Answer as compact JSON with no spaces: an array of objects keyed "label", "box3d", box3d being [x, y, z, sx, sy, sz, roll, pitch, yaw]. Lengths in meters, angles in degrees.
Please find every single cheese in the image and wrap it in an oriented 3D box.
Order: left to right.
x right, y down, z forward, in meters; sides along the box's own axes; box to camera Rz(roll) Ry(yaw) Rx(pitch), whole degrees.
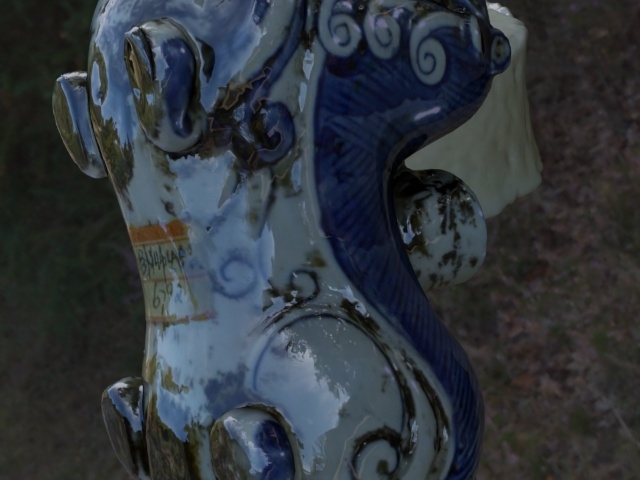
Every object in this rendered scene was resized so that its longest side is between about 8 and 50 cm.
[{"label":"cheese","box3d":[0.031,-0.118,1.050,0.292,0.153,0.332,-11,24,-4]}]

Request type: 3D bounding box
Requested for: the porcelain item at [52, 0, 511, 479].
[{"label":"porcelain item","box3d":[0.000,0.000,0.503,0.186,0.288,0.138,-12,2,-31]}]
